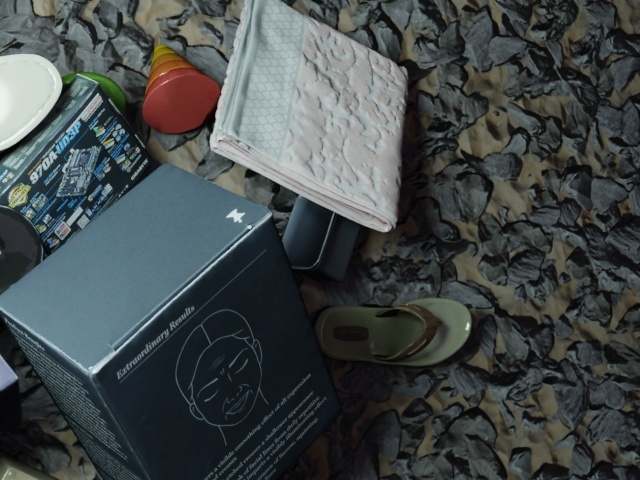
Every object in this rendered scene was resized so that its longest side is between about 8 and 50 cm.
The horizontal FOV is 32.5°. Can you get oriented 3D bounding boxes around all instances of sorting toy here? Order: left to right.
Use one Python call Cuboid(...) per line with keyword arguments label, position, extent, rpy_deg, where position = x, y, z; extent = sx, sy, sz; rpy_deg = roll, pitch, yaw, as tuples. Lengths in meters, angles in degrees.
Cuboid(label="sorting toy", position=(-0.335, -0.231, 1.592), extent=(0.366, 0.127, 0.126), rpy_deg=(-7, 55, -24))

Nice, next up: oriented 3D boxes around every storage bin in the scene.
Cuboid(label="storage bin", position=(0.000, 0.000, 1.704), extent=(0.091, 0.098, 0.135), rpy_deg=(38, 64, -45))

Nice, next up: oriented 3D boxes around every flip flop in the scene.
Cuboid(label="flip flop", position=(0.123, 0.142, 1.734), extent=(0.277, 0.080, 0.112), rpy_deg=(3, 80, -25))

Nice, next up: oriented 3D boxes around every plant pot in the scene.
Cuboid(label="plant pot", position=(-0.402, 0.345, 1.440), extent=(0.109, 0.096, 0.109), rpy_deg=(32, 70, -17))

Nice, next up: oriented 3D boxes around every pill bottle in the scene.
Cuboid(label="pill bottle", position=(-0.436, 0.030, 1.411), extent=(0.123, 0.219, 0.122), rpy_deg=(5, 79, -24))

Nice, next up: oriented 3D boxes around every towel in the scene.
Cuboid(label="towel", position=(0.000, -0.206, 1.688), extent=(0.317, 0.053, 0.331), rpy_deg=(26, 51, -24))

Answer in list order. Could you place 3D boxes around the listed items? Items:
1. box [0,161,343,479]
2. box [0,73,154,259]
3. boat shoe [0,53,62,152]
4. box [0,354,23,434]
Cuboid(label="box", position=(-0.178, 0.157, 1.414), extent=(0.293, 0.212, 0.395), rpy_deg=(-42, 137, -26))
Cuboid(label="box", position=(-0.345, -0.089, 1.510), extent=(0.220, 0.051, 0.175), rpy_deg=(-54, 143, -18))
Cuboid(label="boat shoe", position=(-0.480, -0.133, 1.434), extent=(0.324, 0.097, 0.116), rpy_deg=(-36, 92, -6))
Cuboid(label="box", position=(-0.562, 0.163, 1.305), extent=(0.294, 0.182, 0.296), rpy_deg=(-36, 76, -27))
